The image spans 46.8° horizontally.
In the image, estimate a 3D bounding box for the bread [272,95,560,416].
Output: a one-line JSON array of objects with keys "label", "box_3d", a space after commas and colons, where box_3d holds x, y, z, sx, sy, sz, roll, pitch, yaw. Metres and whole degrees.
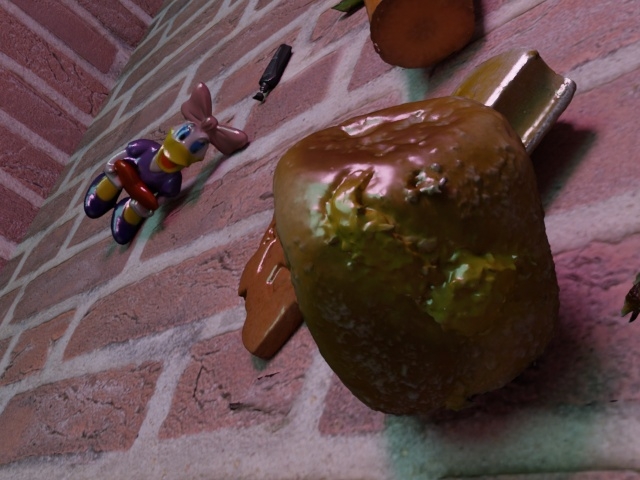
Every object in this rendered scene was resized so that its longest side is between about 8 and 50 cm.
[{"label": "bread", "box_3d": [0.084, 0.030, 0.580, 0.195, 0.246, 0.176, -20, 31, 4]}]

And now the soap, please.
[{"label": "soap", "box_3d": [0.131, -0.066, 0.755, 0.257, 0.080, 0.160, -53, 9, -4]}]

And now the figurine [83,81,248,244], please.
[{"label": "figurine", "box_3d": [-0.326, -0.147, 1.501, 0.420, 0.154, 0.193, -26, 20, 47]}]

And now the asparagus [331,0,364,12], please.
[{"label": "asparagus", "box_3d": [0.105, -0.457, 1.333, 0.236, 0.027, 0.034, -13, 27, 49]}]

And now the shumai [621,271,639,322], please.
[{"label": "shumai", "box_3d": [0.249, 0.039, 0.482, 0.099, 0.087, 0.124, -18, 42, 49]}]

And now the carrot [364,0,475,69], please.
[{"label": "carrot", "box_3d": [0.141, -0.373, 1.039, 0.196, 0.196, 0.254, -37, 39, 27]}]

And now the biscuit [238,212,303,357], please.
[{"label": "biscuit", "box_3d": [0.000, 0.000, 0.944, 0.306, 0.043, 0.284, -28, 36, 37]}]

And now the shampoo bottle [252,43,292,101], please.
[{"label": "shampoo bottle", "box_3d": [-0.097, -0.340, 1.499, 0.048, 0.027, 0.137, -1, 56, 45]}]
